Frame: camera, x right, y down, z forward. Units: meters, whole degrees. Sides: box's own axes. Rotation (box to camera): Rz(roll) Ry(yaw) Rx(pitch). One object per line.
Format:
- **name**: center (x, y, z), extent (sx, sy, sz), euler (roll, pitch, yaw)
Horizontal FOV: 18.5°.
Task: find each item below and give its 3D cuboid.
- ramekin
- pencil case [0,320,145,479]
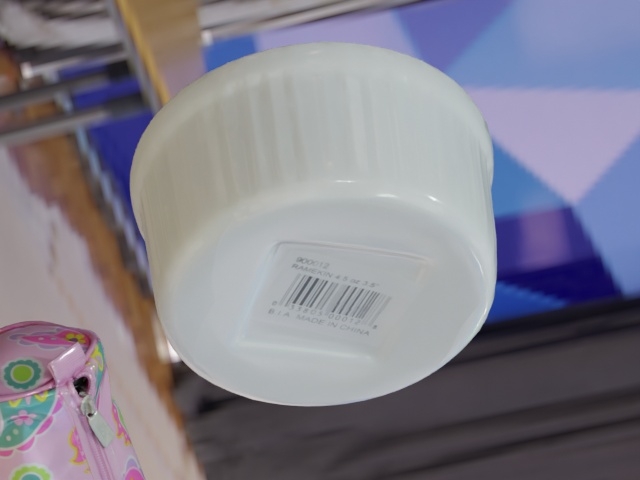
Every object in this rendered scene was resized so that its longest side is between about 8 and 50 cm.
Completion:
- **ramekin**: center (0.000, 0.000, 1.444), extent (0.277, 0.277, 0.135), euler (67, 12, -47)
- **pencil case**: center (-0.183, 0.197, 1.456), extent (0.124, 0.124, 0.284), euler (-82, 159, -65)
